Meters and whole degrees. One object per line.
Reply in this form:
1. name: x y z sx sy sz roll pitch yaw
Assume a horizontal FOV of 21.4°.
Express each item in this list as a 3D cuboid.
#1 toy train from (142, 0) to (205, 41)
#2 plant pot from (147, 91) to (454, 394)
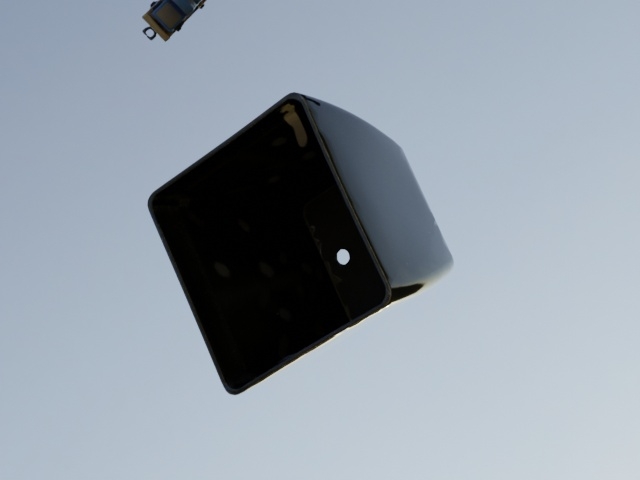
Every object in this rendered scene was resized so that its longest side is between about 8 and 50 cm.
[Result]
1. toy train: -0.060 -0.192 1.133 0.158 0.036 0.027 -46 -75 -1
2. plant pot: 0.000 0.000 1.425 0.187 0.188 0.167 -33 -15 32
